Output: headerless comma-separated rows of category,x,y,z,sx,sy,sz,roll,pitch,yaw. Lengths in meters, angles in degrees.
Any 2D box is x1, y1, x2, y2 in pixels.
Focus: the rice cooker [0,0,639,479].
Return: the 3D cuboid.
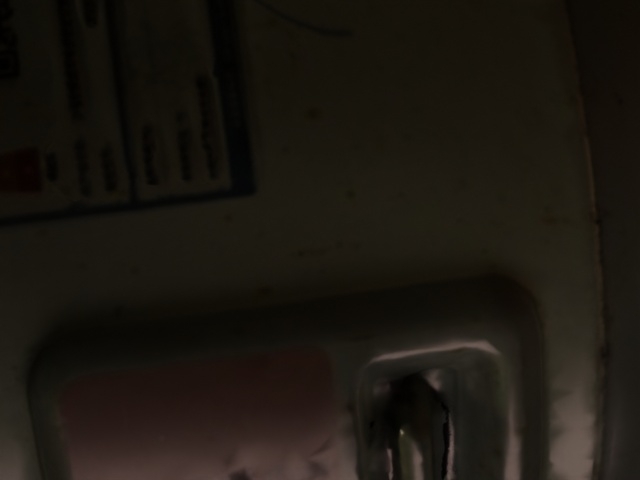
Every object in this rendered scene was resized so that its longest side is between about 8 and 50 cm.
rice cooker,-0.055,-0.012,0.434,0.316,0.264,0.317,-6,129,-7
